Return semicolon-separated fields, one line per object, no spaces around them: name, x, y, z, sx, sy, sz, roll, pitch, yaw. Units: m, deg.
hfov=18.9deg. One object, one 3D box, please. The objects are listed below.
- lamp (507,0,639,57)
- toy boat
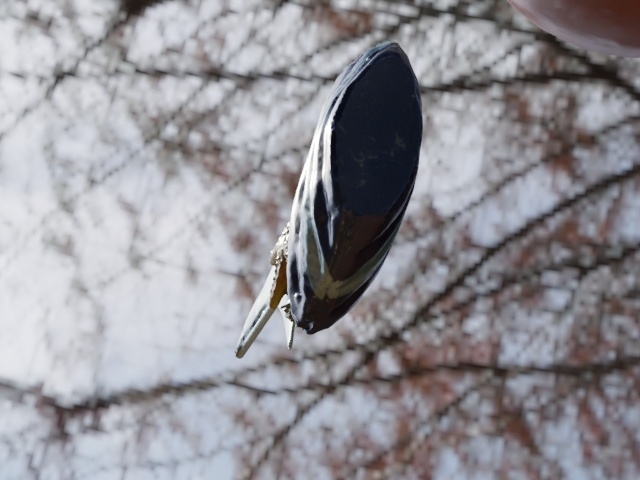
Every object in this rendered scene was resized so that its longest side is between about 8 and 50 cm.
lamp;0.142;-0.198;0.732;0.305;0.305;0.239;19;-27;-11
toy boat;0.000;0.000;1.240;0.067;0.220;0.291;20;-31;-5
